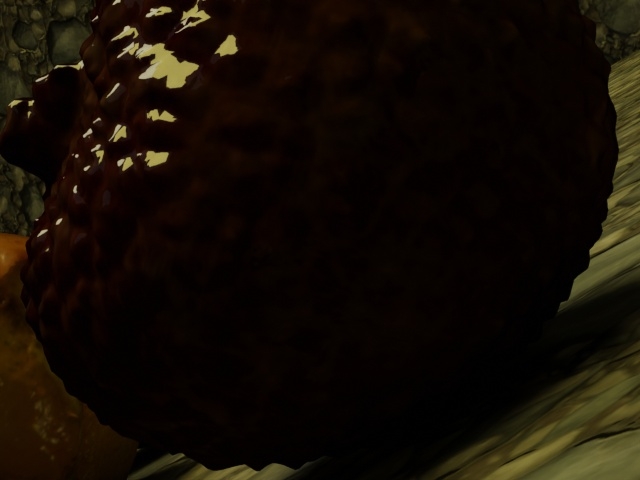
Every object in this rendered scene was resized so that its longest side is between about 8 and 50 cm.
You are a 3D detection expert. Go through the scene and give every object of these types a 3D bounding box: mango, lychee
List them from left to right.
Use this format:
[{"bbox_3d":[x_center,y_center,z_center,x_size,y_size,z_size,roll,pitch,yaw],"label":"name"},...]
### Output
[{"bbox_3d":[-0.221,0.123,1.102,0.201,0.199,0.350,2,-27,-27],"label":"mango"},{"bbox_3d":[-0.006,-0.026,0.735,0.260,0.261,0.260,-31,2,1],"label":"lychee"}]

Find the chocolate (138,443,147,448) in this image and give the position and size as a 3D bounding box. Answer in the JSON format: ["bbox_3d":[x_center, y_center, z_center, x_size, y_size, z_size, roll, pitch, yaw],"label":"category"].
[{"bbox_3d":[-0.139,0.084,1.251,0.176,0.177,0.177,-31,2,1],"label":"chocolate"}]
